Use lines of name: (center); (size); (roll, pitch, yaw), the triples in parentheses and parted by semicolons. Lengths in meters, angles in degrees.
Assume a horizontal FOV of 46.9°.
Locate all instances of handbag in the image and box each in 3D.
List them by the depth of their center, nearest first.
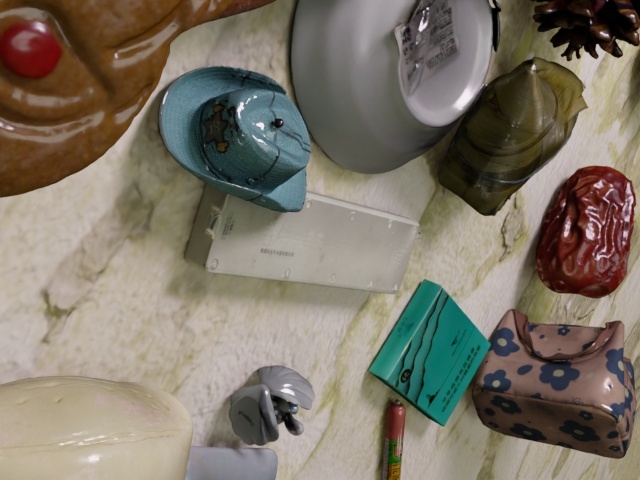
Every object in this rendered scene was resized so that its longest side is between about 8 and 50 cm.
handbag: (0.402, 0.233, 1.253); (0.193, 0.252, 0.190); (-62, 142, -32)

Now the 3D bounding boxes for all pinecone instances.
pinecone: (0.399, -0.377, 0.980); (0.246, 0.246, 0.292); (10, 110, -48)

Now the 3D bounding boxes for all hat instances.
hat: (-0.057, -0.100, 0.709); (0.191, 0.078, 0.138); (10, 69, -47)

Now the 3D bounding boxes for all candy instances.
candy: (-0.129, 0.301, 0.843); (0.174, 0.071, 0.138); (20, 93, -50)

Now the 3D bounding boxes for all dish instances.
dish: (0.113, -0.219, 0.840); (0.316, 0.106, 0.316); (-22, 122, -39)

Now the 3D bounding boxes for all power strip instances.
power strip: (0.000, 0.000, 0.867); (0.367, 0.043, 0.106); (11, 99, -48)

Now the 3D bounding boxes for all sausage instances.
sausage: (0.112, 0.341, 1.149); (0.029, 0.029, 0.223); (-20, 121, -40)

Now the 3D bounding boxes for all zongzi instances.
zongzi: (0.280, -0.192, 0.953); (0.251, 0.125, 0.274); (-47, 164, -26)

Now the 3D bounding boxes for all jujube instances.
jujube: (0.463, -0.012, 1.280); (0.155, 0.155, 0.230); (25, 79, -49)

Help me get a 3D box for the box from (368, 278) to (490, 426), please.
box: (0.175, 0.178, 1.133); (0.161, 0.042, 0.226); (-58, 138, -11)

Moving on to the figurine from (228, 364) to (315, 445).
figurine: (-0.052, 0.191, 0.864); (0.086, 0.094, 0.082); (-6, 123, -52)

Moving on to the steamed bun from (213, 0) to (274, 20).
steamed bun: (-0.112, -0.262, 0.590); (0.145, 0.106, 0.175); (-28, 113, -29)

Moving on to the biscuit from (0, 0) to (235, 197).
biscuit: (-0.196, -0.202, 0.445); (0.350, 0.070, 0.394); (-2, 121, -27)

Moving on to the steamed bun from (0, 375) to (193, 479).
steamed bun: (-0.223, 0.227, 0.647); (0.250, 0.155, 0.200); (3, 106, -50)
